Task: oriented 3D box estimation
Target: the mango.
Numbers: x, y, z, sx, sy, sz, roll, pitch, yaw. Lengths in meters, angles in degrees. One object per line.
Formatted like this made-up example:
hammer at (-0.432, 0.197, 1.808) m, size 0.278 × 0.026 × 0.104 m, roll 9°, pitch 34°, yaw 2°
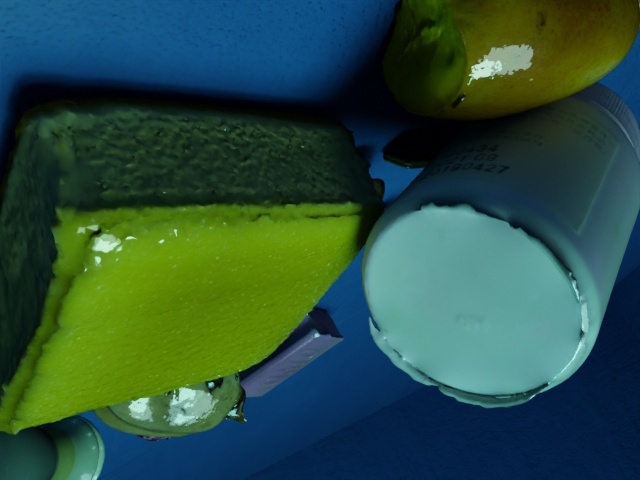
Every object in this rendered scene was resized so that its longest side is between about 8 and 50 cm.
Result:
mango at (0.195, -0.188, 0.616) m, size 0.256 × 0.138 × 0.187 m, roll -15°, pitch 166°, yaw -19°

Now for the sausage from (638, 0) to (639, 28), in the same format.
sausage at (0.321, -0.249, 0.746) m, size 0.169 × 0.065 × 0.065 m, roll -38°, pitch 156°, yaw 19°

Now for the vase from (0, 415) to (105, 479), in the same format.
vase at (-0.396, 0.275, 0.833) m, size 0.173 × 0.173 × 0.321 m, roll -31°, pitch 163°, yaw 1°

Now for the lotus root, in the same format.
lotus root at (-0.205, 0.195, 0.915) m, size 0.154 × 0.140 × 0.256 m, roll -28°, pitch 151°, yaw 31°

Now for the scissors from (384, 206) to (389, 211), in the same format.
scissors at (0.000, 0.000, 0.897) m, size 0.242 × 0.031 × 0.118 m, roll -19°, pitch 154°, yaw -24°

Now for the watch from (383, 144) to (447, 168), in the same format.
watch at (0.163, -0.051, 0.910) m, size 0.268 × 0.102 × 0.165 m, roll -7°, pitch 127°, yaw -42°

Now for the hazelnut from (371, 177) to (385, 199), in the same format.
hazelnut at (0.034, -0.053, 0.783) m, size 0.086 × 0.086 × 0.086 m, roll -26°, pitch 157°, yaw -12°

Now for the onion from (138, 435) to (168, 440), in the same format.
onion at (-0.254, 0.269, 1.072) m, size 0.115 × 0.115 × 0.105 m, roll -23°, pitch 112°, yaw -17°

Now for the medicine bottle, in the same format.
medicine bottle at (0.211, -0.029, 0.695) m, size 0.378 × 0.213 × 0.214 m, roll -43°, pitch 172°, yaw -46°

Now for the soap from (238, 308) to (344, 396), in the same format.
soap at (-0.069, 0.199, 1.177) m, size 0.203 × 0.066 × 0.122 m, roll -37°, pitch 156°, yaw 15°

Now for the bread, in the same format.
bread at (-0.142, 0.026, 0.636) m, size 0.332 × 0.143 × 0.324 m, roll -5°, pitch 145°, yaw -45°
